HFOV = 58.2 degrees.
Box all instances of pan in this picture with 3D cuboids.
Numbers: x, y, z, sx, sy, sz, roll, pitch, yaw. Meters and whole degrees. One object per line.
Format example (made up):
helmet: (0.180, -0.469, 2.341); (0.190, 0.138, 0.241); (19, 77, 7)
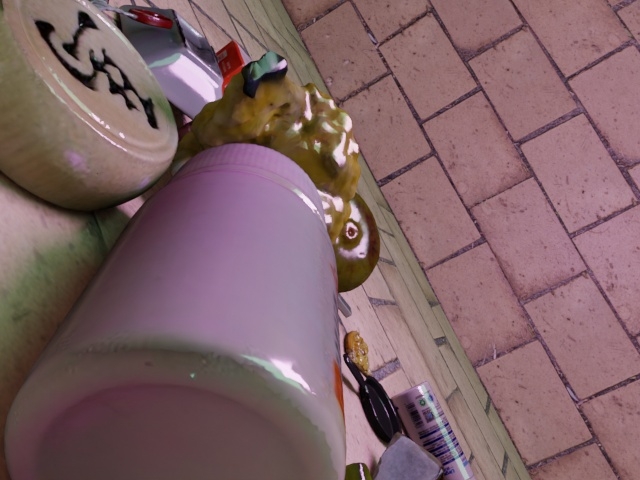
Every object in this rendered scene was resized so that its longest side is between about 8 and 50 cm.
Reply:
pan: (0.091, 0.290, 1.077); (0.235, 0.028, 0.136); (56, 14, -31)

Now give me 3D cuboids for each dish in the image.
dish: (-0.226, -0.299, 0.936); (0.182, 0.080, 0.243); (37, 21, -43)

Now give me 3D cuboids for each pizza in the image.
pizza: (0.086, 0.235, 1.177); (0.108, 0.026, 0.123); (62, 14, -4)

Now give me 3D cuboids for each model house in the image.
model house: (0.152, 0.427, 0.923); (0.165, 0.106, 0.152); (-47, 125, -38)

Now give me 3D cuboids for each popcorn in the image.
popcorn: (-0.080, -0.085, 0.797); (0.237, 0.293, 0.293); (14, -29, 48)

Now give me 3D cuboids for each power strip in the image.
power strip: (0.043, 0.134, 1.242); (0.083, 0.017, 0.027); (54, 14, -31)

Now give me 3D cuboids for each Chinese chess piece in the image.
Chinese chess piece: (-0.258, -0.151, 0.591); (0.250, 0.101, 0.250); (53, 16, -23)

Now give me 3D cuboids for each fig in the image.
fig: (0.000, 0.000, 1.076); (0.203, 0.203, 0.225); (57, -27, -15)

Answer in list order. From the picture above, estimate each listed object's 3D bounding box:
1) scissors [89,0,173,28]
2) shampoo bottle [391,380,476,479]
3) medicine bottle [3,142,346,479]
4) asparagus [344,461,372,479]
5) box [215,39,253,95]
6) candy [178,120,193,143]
scissors: (-0.296, -0.314, 0.767); (0.144, 0.017, 0.247); (19, 20, -4)
shampoo bottle: (0.254, 0.452, 1.202); (0.303, 0.092, 0.092); (64, 15, 14)
medicine bottle: (-0.091, 0.061, 0.518); (0.219, 0.219, 0.388); (54, 15, -24)
asparagus: (0.064, 0.410, 0.701); (0.067, 0.060, 0.277); (29, 29, -28)
box: (-0.162, -0.324, 1.264); (0.182, 0.099, 0.133); (44, 19, -44)
candy: (-0.189, -0.145, 0.931); (0.103, 0.043, 0.103); (54, 14, -20)
